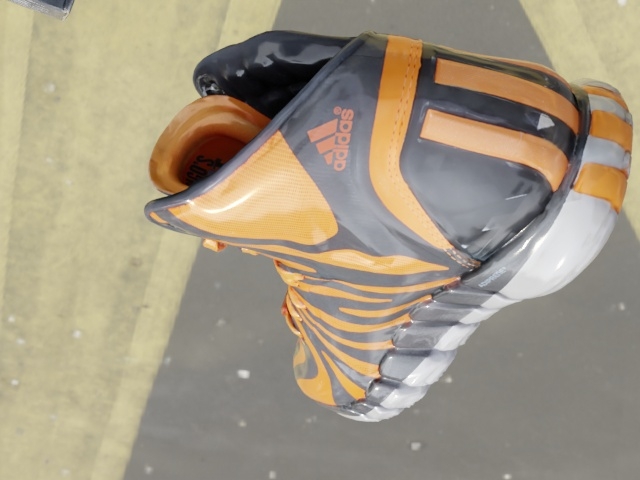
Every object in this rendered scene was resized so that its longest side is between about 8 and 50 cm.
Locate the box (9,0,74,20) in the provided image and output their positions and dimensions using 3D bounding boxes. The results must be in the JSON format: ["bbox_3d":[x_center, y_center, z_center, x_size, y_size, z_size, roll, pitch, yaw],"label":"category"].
[{"bbox_3d":[-0.418,-0.460,1.038,0.395,0.318,0.097,19,180,-20],"label":"box"}]

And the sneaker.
[{"bbox_3d":[-0.002,-0.008,0.491,0.180,0.124,0.321,17,148,-11],"label":"sneaker"}]
